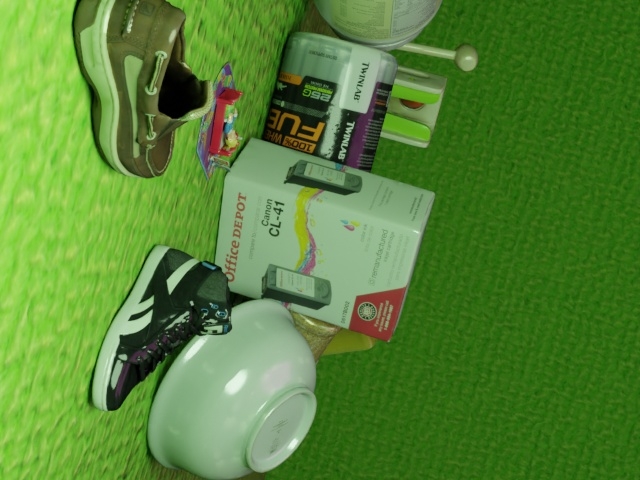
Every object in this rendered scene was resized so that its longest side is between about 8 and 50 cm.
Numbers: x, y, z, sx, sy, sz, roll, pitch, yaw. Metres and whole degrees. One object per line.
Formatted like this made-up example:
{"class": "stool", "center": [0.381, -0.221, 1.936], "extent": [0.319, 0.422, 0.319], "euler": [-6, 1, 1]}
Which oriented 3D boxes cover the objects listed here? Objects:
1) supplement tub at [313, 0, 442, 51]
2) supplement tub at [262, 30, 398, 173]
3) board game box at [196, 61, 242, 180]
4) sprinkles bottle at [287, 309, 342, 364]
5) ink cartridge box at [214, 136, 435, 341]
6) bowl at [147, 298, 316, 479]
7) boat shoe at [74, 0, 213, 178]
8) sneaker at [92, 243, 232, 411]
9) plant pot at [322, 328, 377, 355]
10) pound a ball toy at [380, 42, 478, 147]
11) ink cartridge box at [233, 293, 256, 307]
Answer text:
{"class": "supplement tub", "center": [0.095, -0.462, 1.613], "extent": [0.325, 0.235, 0.235], "euler": [80, 26, -78]}
{"class": "supplement tub", "center": [0.003, -0.180, 1.677], "extent": [0.193, 0.193, 0.316], "euler": [-42, 146, -80]}
{"class": "board game box", "center": [-0.122, -0.154, 1.318], "extent": [0.169, 0.033, 0.133], "euler": [88, 18, -74]}
{"class": "sprinkles bottle", "center": [-0.093, 0.234, 1.705], "extent": [0.355, 0.121, 0.121], "euler": [-57, -177, 27]}
{"class": "ink cartridge box", "center": [0.000, 0.000, 1.546], "extent": [0.131, 0.306, 0.226], "euler": [-66, 170, -54]}
{"class": "bowl", "center": [-0.101, 0.246, 1.465], "extent": [0.298, 0.134, 0.298], "euler": [-35, 142, -33]}
{"class": "boat shoe", "center": [-0.143, -0.120, 0.865], "extent": [0.257, 0.095, 0.095], "euler": [92, 14, -68]}
{"class": "sneaker", "center": [-0.166, 0.104, 1.120], "extent": [0.079, 0.121, 0.217], "euler": [96, 11, -56]}
{"class": "plant pot", "center": [0.000, 0.076, 1.790], "extent": [0.212, 0.212, 0.187], "euler": [-52, 128, -58]}
{"class": "pound a ball toy", "center": [0.133, -0.321, 1.937], "extent": [0.136, 0.319, 0.208], "euler": [-65, 169, -62]}
{"class": "ink cartridge box", "center": [-0.124, 0.130, 1.905], "extent": [0.115, 0.067, 0.198], "euler": [-69, 172, -45]}
